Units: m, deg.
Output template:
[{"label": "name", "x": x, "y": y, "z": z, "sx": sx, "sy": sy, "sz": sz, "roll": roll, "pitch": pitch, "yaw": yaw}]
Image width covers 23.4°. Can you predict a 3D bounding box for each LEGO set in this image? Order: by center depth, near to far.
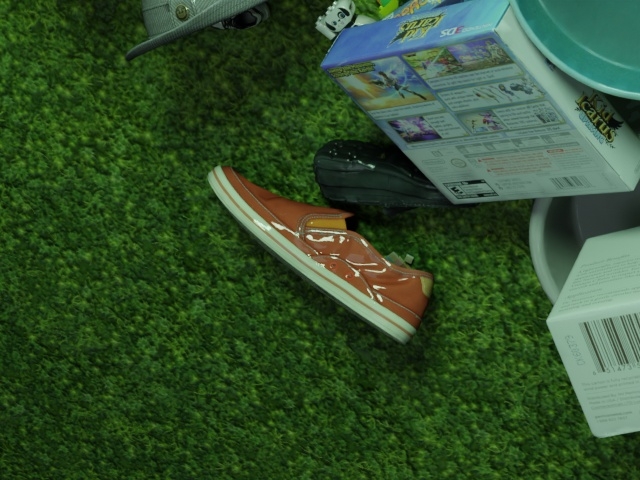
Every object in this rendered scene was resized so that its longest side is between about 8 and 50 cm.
[{"label": "LEGO set", "x": 0.069, "y": -0.314, "z": 1.697, "sx": 0.093, "sy": 0.087, "sz": 0.227, "roll": 37, "pitch": 130, "yaw": -15}]

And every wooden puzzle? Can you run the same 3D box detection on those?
[{"label": "wooden puzzle", "x": 0.093, "y": 0.044, "z": 1.956, "sx": 0.049, "sy": 0.006, "sz": 0.083, "roll": 46, "pitch": 128, "yaw": -6}]

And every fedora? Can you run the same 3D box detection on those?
[{"label": "fedora", "x": -0.120, "y": -0.307, "z": 1.701, "sx": 0.275, "sy": 0.244, "sz": 0.124, "roll": -11, "pitch": 108, "yaw": 50}]

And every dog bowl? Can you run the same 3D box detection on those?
[{"label": "dog bowl", "x": 0.393, "y": -0.006, "z": 1.721, "sx": 0.349, "sy": 0.102, "sz": 0.348, "roll": 13, "pitch": 124, "yaw": 20}]

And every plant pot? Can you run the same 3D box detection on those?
[{"label": "plant pot", "x": 0.336, "y": -0.306, "z": 1.467, "sx": 0.272, "sy": 0.255, "sz": 0.271, "roll": 12, "pitch": 123, "yaw": 19}]

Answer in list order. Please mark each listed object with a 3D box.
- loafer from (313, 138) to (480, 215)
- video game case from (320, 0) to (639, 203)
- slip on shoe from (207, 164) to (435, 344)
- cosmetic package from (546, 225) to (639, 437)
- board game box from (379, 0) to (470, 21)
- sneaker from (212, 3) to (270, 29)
[{"label": "loafer", "x": 0.096, "y": -0.067, "z": 1.848, "sx": 0.223, "sy": 0.076, "sz": 0.078, "roll": 10, "pitch": 128, "yaw": 26}, {"label": "video game case", "x": 0.170, "y": -0.140, "z": 1.612, "sx": 0.244, "sy": 0.061, "sz": 0.270, "roll": 43, "pitch": 153, "yaw": -29}, {"label": "slip on shoe", "x": 0.000, "y": 0.000, "z": 1.924, "sx": 0.331, "sy": 0.123, "sz": 0.101, "roll": 35, "pitch": 86, "yaw": 14}, {"label": "cosmetic package", "x": 0.350, "y": 0.087, "z": 1.617, "sx": 0.151, "sy": 0.183, "sz": 0.151, "roll": -13, "pitch": 112, "yaw": 31}, {"label": "board game box", "x": 0.156, "y": -0.228, "z": 1.693, "sx": 0.201, "sy": 0.035, "sz": 0.136, "roll": -31, "pitch": 135, "yaw": 33}, {"label": "sneaker", "x": -0.102, "y": -0.266, "z": 1.843, "sx": 0.083, "sy": 0.037, "sz": 0.032, "roll": -9, "pitch": 116, "yaw": 32}]
